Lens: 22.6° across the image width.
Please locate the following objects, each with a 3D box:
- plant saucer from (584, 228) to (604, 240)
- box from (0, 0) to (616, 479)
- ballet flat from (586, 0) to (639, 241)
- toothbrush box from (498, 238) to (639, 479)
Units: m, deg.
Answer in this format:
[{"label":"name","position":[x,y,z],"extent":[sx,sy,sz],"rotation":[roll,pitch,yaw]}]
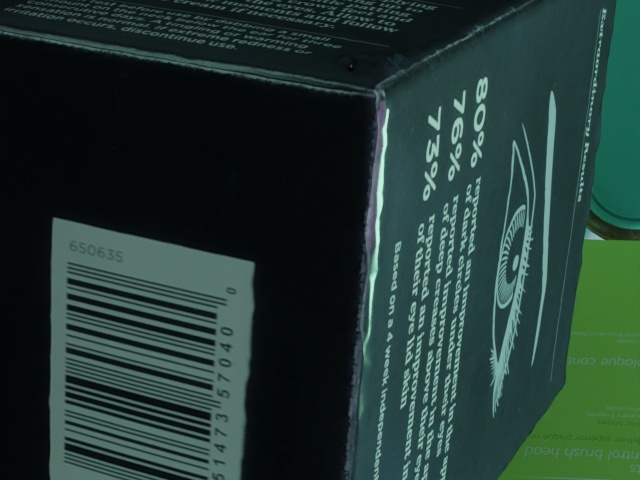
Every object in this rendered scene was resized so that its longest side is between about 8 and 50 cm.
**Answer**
[{"label":"plant saucer","position":[0.191,0.028,1.045],"extent":[0.317,0.044,0.317],"rotation":[12,90,-69]},{"label":"box","position":[0.000,0.000,0.442],"extent":[0.207,0.108,0.153],"rotation":[-35,133,-61]},{"label":"ballet flat","position":[0.204,-0.162,0.913],"extent":[0.124,0.116,0.342],"rotation":[56,43,-86]},{"label":"toothbrush box","position":[0.135,0.166,0.780],"extent":[0.283,0.122,0.206],"rotation":[-76,163,-45]}]
